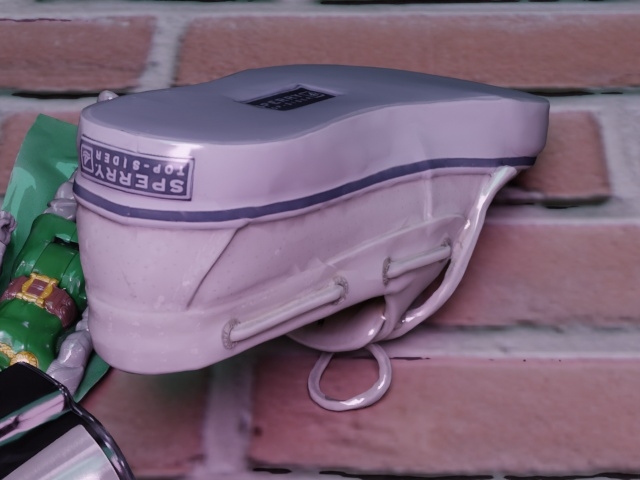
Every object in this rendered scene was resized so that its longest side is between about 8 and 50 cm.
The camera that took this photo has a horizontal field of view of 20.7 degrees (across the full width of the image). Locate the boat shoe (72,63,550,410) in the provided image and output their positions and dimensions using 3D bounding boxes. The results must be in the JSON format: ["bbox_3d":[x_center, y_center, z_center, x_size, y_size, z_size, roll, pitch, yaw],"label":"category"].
[{"bbox_3d":[0.007,0.002,0.863,0.136,0.156,0.367,13,15,24],"label":"boat shoe"}]

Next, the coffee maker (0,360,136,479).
[{"bbox_3d":[-0.177,0.128,0.738,0.178,0.120,0.171,-27,47,-25],"label":"coffee maker"}]

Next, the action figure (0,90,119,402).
[{"bbox_3d":[-0.133,0.017,0.907,0.137,0.063,0.232,13,48,13],"label":"action figure"}]
